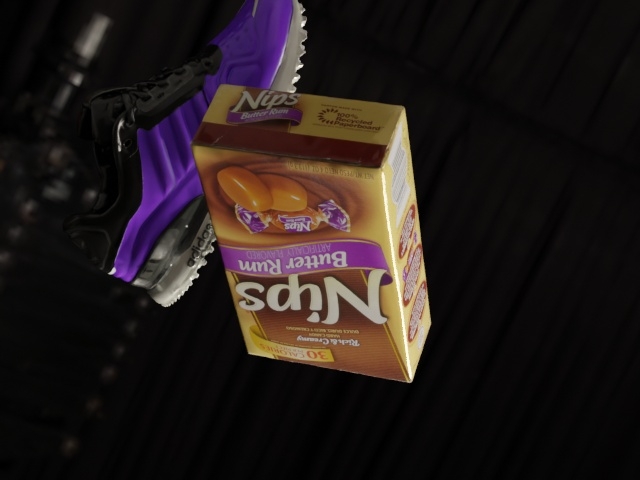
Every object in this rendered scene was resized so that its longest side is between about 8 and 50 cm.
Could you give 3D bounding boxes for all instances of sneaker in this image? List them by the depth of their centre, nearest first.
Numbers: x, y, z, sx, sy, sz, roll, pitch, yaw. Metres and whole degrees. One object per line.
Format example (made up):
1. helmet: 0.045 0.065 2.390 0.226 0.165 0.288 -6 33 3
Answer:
1. sneaker: -0.123 -0.104 1.293 0.146 0.293 0.102 27 173 -17

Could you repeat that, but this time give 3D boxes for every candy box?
1. candy box: 0.000 0.000 0.880 0.109 0.053 0.186 8 142 18
